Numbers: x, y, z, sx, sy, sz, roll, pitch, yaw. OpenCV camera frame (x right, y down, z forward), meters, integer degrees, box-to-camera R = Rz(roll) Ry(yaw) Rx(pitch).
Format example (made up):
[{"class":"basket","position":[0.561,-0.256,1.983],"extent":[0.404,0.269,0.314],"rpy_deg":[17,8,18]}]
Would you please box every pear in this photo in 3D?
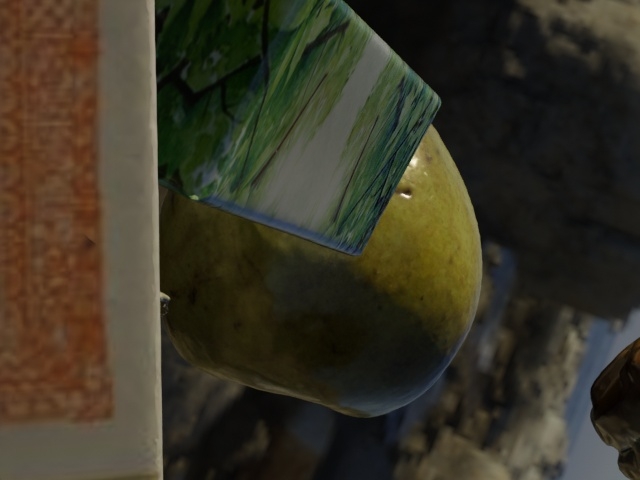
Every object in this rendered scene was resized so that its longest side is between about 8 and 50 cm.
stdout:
[{"class":"pear","position":[0.000,0.000,1.578],"extent":[0.304,0.304,0.304],"rpy_deg":[21,90,-80]}]

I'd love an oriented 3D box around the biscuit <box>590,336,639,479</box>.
[{"class":"biscuit","position":[0.311,0.068,1.227],"extent":[0.268,0.115,0.366],"rpy_deg":[-42,170,17]}]

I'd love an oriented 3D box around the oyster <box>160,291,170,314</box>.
[{"class":"oyster","position":[-0.203,-0.064,1.119],"extent":[0.396,0.111,0.204],"rpy_deg":[44,31,-69]}]

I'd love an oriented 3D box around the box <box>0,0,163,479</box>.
[{"class":"box","position":[-0.131,-0.002,0.322],"extent":[0.051,0.205,0.365],"rpy_deg":[-165,-106,-70]}]

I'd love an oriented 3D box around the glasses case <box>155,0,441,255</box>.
[{"class":"glasses case","position":[-0.015,-0.054,0.736],"extent":[0.095,0.062,0.272],"rpy_deg":[-62,166,1]}]
